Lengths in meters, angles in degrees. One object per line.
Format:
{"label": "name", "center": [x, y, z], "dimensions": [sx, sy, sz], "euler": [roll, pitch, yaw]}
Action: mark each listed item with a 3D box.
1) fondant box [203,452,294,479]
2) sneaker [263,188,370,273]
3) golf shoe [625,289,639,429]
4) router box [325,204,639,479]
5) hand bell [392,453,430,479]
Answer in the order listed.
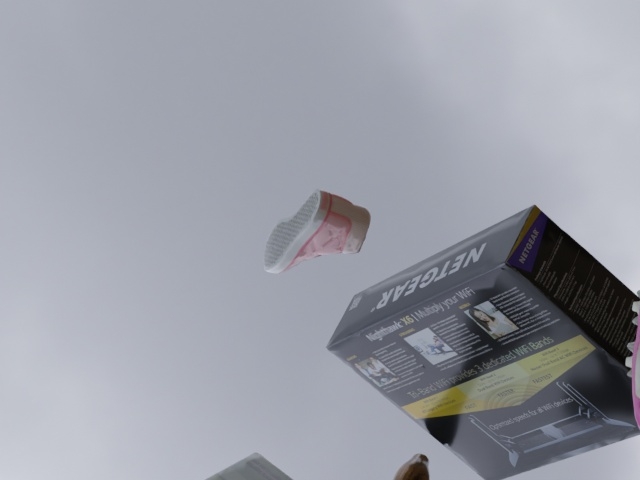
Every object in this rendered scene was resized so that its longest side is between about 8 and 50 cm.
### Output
{"label": "fondant box", "center": [-0.112, 0.323, 1.513], "dimensions": [0.330, 0.238, 0.096], "euler": [-27, -56, -25]}
{"label": "sneaker", "center": [0.000, 0.000, 1.770], "dimensions": [0.070, 0.134, 0.051], "euler": [15, -121, -22]}
{"label": "golf shoe", "center": [0.300, 0.003, 1.218], "dimensions": [0.115, 0.140, 0.306], "euler": [39, -108, -47]}
{"label": "router box", "center": [0.189, 0.113, 1.902], "dimensions": [0.243, 0.309, 0.081], "euler": [41, -126, -16]}
{"label": "hand bell", "center": [0.073, 0.294, 1.974], "dimensions": [0.126, 0.126, 0.242], "euler": [54, -151, -14]}
